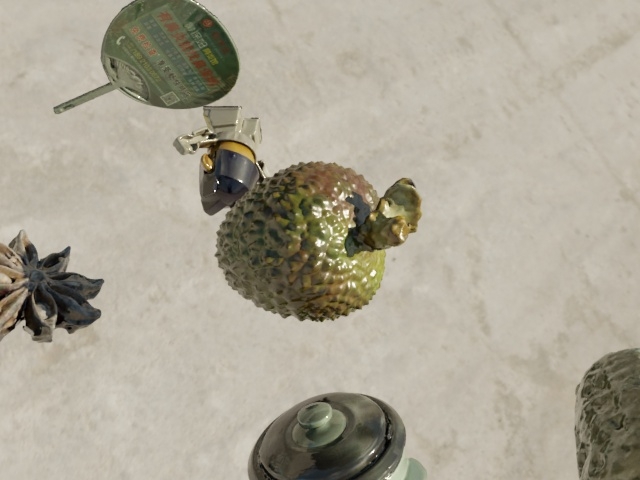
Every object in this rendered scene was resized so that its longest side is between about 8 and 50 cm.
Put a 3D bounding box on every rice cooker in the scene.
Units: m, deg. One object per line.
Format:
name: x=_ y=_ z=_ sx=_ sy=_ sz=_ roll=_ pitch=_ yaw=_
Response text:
rice cooker: x=0.029 y=0.400 z=1.148 sx=0.317 sy=0.316 sz=0.264 roll=39 pitch=39 yaw=5

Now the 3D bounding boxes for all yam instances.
yam: x=0.219 y=0.144 z=0.443 sx=0.107 sy=0.107 sz=0.194 roll=35 pitch=26 yaw=1

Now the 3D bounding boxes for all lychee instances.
lychee: x=-0.011 y=0.000 z=1.093 sx=0.320 sy=0.270 sz=0.270 roll=13 pitch=41 yaw=13

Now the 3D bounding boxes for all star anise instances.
star anise: x=-0.488 y=0.088 z=1.152 sx=0.223 sy=0.109 sz=0.236 roll=47 pitch=23 yaw=14

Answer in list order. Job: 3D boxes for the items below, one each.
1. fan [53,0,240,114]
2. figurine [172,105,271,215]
fan: x=-0.250 y=-0.256 z=1.086 sx=0.223 sy=0.294 sz=0.012 roll=17 pitch=47 yaw=-39
figurine: x=-0.232 y=-0.200 z=1.758 sx=0.308 sy=0.143 sz=0.308 roll=15 pitch=54 yaw=-21
